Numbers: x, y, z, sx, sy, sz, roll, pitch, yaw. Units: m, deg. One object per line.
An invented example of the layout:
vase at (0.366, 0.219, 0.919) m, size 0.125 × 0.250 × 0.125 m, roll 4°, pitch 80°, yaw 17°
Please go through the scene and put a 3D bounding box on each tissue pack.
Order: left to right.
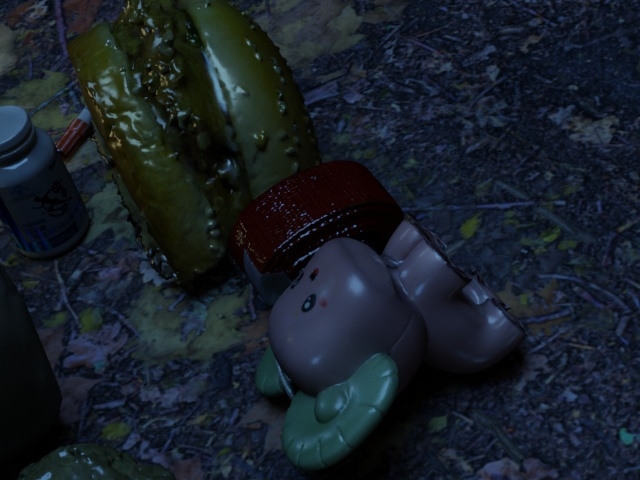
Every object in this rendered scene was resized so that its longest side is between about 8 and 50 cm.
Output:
tissue pack at (-0.491, 0.113, 1.789) m, size 0.277 × 0.267 × 0.387 m, roll -30°, pitch 41°, yaw -15°

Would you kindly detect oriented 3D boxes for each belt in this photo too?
belt at (0.000, 0.000, 1.827) m, size 0.201 × 0.128 × 0.124 m, roll -28°, pitch 42°, yaw -10°

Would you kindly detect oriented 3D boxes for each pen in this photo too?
pen at (-0.314, -0.201, 2.231) m, size 0.028 × 0.028 × 0.239 m, roll 9°, pitch 49°, yaw 28°

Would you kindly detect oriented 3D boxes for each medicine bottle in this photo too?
medicine bottle at (-0.377, -0.076, 2.002) m, size 0.107 × 0.191 × 0.107 m, roll -11°, pitch 43°, yaw 10°

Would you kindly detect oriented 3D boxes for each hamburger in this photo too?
hamburger at (-0.171, -0.185, 1.977) m, size 0.268 × 0.287 × 0.445 m, roll -23°, pitch 44°, yaw -6°

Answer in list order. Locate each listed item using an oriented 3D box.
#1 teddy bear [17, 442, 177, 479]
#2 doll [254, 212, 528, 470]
teddy bear at (-0.260, 0.321, 1.575) m, size 0.267 × 0.156 × 0.256 m, roll 3°, pitch 45°, yaw 26°
doll at (0.052, 0.114, 1.675) m, size 0.268 × 0.216 × 0.284 m, roll -45°, pitch 25°, yaw 8°
